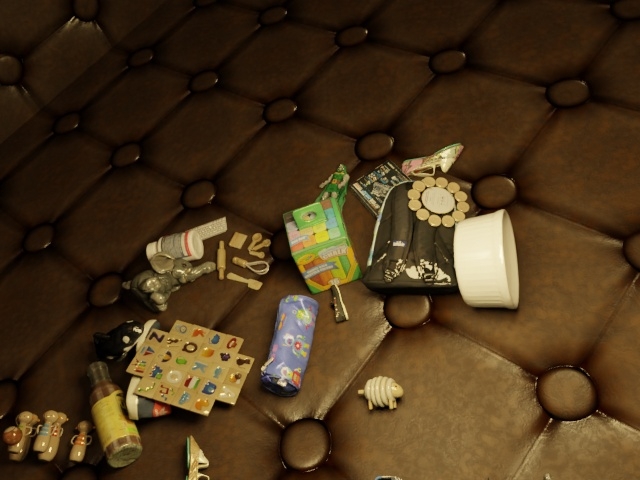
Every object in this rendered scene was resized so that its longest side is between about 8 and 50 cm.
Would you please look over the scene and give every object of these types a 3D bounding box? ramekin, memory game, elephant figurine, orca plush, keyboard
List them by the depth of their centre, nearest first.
[{"bbox_3d":[0.466,0.058,1.738,0.135,0.277,0.277,-7,52,25],"label":"ramekin"},{"bbox_3d":[0.344,-0.114,1.814,0.186,0.012,0.186,3,56,-5],"label":"memory game"},{"bbox_3d":[-0.677,0.305,1.984,0.287,0.102,0.151,-13,49,49],"label":"orca plush"},{"bbox_3d":[-0.518,0.121,2.135,0.239,0.186,0.169,-50,12,-32],"label":"elephant figurine"},{"bbox_3d":[-0.466,-0.020,2.290,0.256,0.014,0.072,-20,51,4],"label":"keyboard"}]

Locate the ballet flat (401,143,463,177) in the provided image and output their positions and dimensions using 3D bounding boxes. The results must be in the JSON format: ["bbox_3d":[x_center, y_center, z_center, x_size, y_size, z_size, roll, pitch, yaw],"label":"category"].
[{"bbox_3d":[0.391,-0.262,2.136,0.221,0.077,0.079,-17,69,13],"label":"ballet flat"}]

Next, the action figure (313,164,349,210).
[{"bbox_3d":[0.045,-0.180,2.200,0.137,0.063,0.232,5,53,27],"label":"action figure"}]

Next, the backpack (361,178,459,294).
[{"bbox_3d":[0.291,-0.013,1.881,0.290,0.273,0.356,-1,74,16],"label":"backpack"}]

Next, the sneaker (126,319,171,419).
[{"bbox_3d":[-0.501,0.399,1.934,0.148,0.131,0.350,2,46,-6],"label":"sneaker"}]

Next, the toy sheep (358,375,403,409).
[{"bbox_3d":[0.164,0.415,1.695,0.132,0.091,0.091,-8,52,21],"label":"toy sheep"}]

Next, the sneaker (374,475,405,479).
[{"bbox_3d":[0.195,0.618,1.547,0.135,0.058,0.052,2,55,20],"label":"sneaker"}]

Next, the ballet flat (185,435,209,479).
[{"bbox_3d":[-0.344,0.646,1.725,0.067,0.073,0.206,3,54,-12],"label":"ballet flat"}]

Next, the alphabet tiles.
[{"bbox_3d":[-0.389,0.377,1.873,0.342,0.011,0.285,15,44,7],"label":"alphabet tiles"}]

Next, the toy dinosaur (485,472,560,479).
[{"bbox_3d":[0.427,0.651,1.391,0.218,0.164,0.322,37,50,20],"label":"toy dinosaur"}]

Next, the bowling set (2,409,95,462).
[{"bbox_3d":[-0.849,0.568,1.876,0.287,0.200,0.154,-4,52,12],"label":"bowling set"}]

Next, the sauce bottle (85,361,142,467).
[{"bbox_3d":[-0.640,0.516,1.888,0.111,0.111,0.344,-32,52,-6],"label":"sauce bottle"}]

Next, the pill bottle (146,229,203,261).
[{"bbox_3d":[-0.520,0.031,2.210,0.180,0.108,0.108,-12,52,11],"label":"pill bottle"}]

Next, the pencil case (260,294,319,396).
[{"bbox_3d":[-0.093,0.304,1.840,0.119,0.133,0.306,-26,39,44],"label":"pencil case"}]

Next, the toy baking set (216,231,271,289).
[{"bbox_3d":[-0.269,0.064,2.145,0.196,0.030,0.256,-10,52,12],"label":"toy baking set"}]

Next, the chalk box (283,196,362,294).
[{"bbox_3d":[0.000,0.000,1.929,0.180,0.289,0.179,-19,50,5],"label":"chalk box"}]

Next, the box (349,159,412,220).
[{"bbox_3d":[0.229,-0.161,2.122,0.175,0.051,0.220,-33,51,-6],"label":"box"}]

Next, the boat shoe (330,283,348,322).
[{"bbox_3d":[0.050,0.192,1.923,0.042,0.049,0.133,-15,55,-2],"label":"boat shoe"}]
